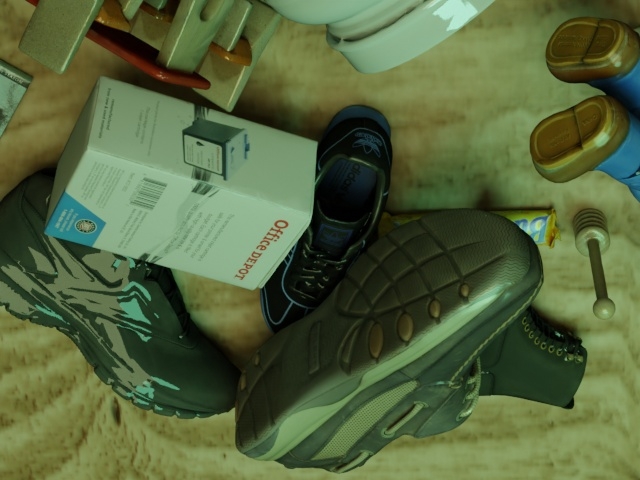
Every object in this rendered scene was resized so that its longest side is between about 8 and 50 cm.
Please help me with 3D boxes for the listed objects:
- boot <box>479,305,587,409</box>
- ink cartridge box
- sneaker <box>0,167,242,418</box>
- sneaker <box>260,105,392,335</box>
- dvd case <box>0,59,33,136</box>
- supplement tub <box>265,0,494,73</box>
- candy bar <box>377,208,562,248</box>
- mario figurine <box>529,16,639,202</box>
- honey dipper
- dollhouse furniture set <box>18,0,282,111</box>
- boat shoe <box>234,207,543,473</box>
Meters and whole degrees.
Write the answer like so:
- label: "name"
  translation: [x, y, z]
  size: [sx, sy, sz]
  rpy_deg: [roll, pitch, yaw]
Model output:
- label: "boot"
  translation: [0.183, 0.067, 1.512]
  size: [0.137, 0.077, 0.198]
  rpy_deg: [11, 139, -7]
- label: "ink cartridge box"
  translation: [-0.115, -0.043, 1.430]
  size: [0.190, 0.082, 0.139]
  rpy_deg: [15, 146, -17]
- label: "sneaker"
  translation: [-0.170, 0.049, 1.519]
  size: [0.286, 0.109, 0.130]
  rpy_deg: [36, 105, -18]
- label: "sneaker"
  translation: [0.000, 0.000, 1.483]
  size: [0.081, 0.090, 0.232]
  rpy_deg: [17, 117, -4]
- label: "dvd case"
  translation: [-0.311, -0.112, 1.492]
  size: [0.087, 0.013, 0.119]
  rpy_deg: [30, 115, -11]
- label: "supplement tub"
  translation: [0.000, -0.304, 1.243]
  size: [0.235, 0.235, 0.325]
  rpy_deg: [-35, 110, 20]
- label: "candy bar"
  translation: [0.129, -0.009, 1.509]
  size: [0.161, 0.018, 0.040]
  rpy_deg: [-1, 117, 6]
- label: "mario figurine"
  translation: [0.277, -0.044, 1.396]
  size: [0.320, 0.170, 0.198]
  rpy_deg: [31, 97, -36]
- label: "honey dipper"
  translation: [0.227, 0.022, 1.436]
  size: [0.030, 0.161, 0.030]
  rpy_deg: [2, 117, 5]
- label: "dollhouse furniture set"
  translation: [-0.197, -0.179, 1.312]
  size: [0.259, 0.262, 0.135]
  rpy_deg: [32, 101, 21]
- label: "boat shoe"
  translation: [0.069, 0.091, 1.446]
  size: [0.130, 0.132, 0.355]
  rpy_deg: [26, 140, -28]
